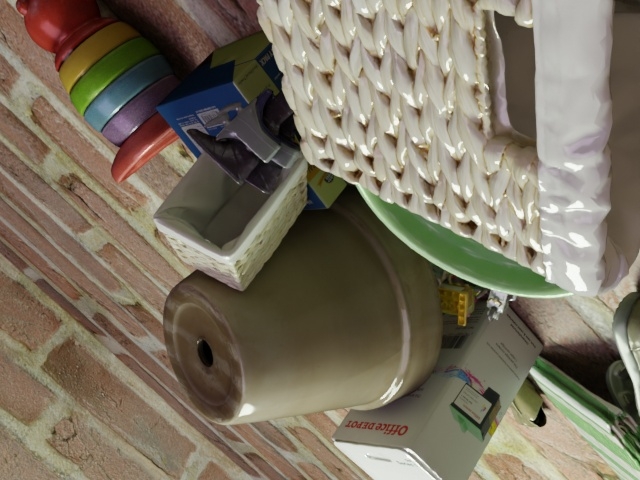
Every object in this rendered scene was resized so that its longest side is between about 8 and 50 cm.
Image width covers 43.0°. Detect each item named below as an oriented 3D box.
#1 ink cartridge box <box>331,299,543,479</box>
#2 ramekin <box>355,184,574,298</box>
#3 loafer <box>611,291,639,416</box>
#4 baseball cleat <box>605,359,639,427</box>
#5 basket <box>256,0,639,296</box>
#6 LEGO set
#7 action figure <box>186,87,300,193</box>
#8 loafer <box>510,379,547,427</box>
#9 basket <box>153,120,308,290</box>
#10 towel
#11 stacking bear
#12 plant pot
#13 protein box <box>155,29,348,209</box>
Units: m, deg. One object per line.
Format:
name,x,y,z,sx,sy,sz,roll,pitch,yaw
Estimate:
ink cartridge box,0.175,0.232,1.225,0.117,0.278,0.201,47,152,-16
ramekin,0.188,-0.093,0.840,0.303,0.148,0.303,28,153,16
loafer,0.443,0.172,1.009,0.087,0.094,0.251,7,140,52
baseball cleat,0.459,0.251,1.140,0.206,0.072,0.109,48,168,-1
basket,0.139,-0.206,0.540,0.266,0.331,0.328,22,149,32
LEGO set,0.150,0.026,1.177,0.287,0.107,0.132,32,118,22
action figure,0.001,-0.176,0.837,0.099,0.285,0.185,46,-174,0
loafer,0.335,0.259,1.326,0.050,0.056,0.148,13,154,39
basket,-0.099,-0.038,0.967,0.113,0.167,0.103,26,154,18
towel,0.447,0.312,1.198,0.325,0.038,0.248,47,177,-20
stacking bear,-0.324,-0.261,1.217,0.289,0.175,0.164,50,154,-6
plant pot,-0.047,0.107,1.100,0.323,0.280,0.323,23,120,46
protein box,-0.070,-0.154,1.081,0.199,0.136,0.201,-2,133,51
